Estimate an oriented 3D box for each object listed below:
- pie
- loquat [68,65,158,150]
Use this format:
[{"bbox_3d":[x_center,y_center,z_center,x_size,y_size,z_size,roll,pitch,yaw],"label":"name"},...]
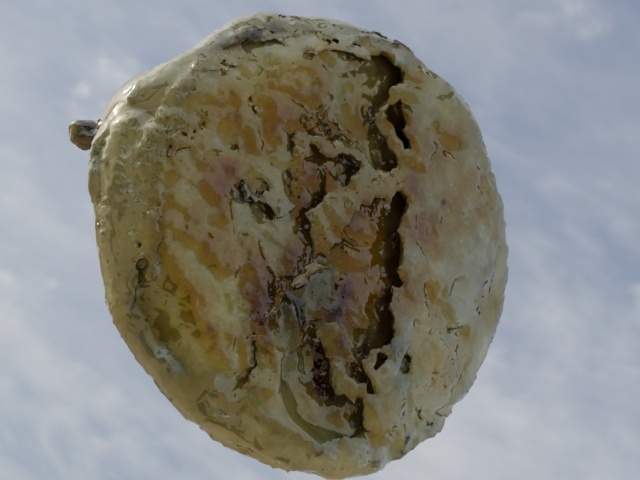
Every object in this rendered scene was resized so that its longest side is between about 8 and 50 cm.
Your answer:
[{"bbox_3d":[0.000,0.000,0.854,0.339,0.339,0.077,43,-23,-19],"label":"pie"},{"bbox_3d":[-0.155,-0.095,1.241,0.204,0.149,0.172,6,-69,-11],"label":"loquat"}]
